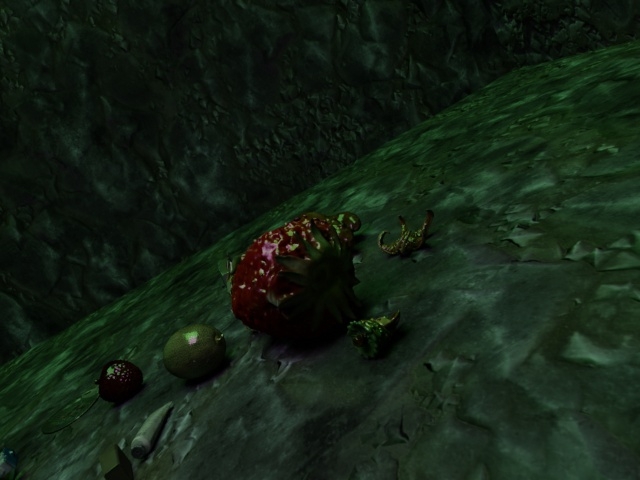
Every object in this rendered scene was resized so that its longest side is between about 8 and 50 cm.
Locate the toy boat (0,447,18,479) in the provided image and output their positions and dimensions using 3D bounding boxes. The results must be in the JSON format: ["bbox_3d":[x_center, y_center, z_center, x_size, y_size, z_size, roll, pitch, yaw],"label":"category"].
[{"bbox_3d":[-0.833,0.604,1.334,0.102,0.088,0.215,-44,19,-14],"label":"toy boat"}]

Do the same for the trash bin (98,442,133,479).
[{"bbox_3d":[-0.414,0.463,1.029,0.043,0.061,0.092,-35,16,-20],"label":"trash bin"}]

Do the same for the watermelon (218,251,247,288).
[{"bbox_3d":[-0.251,0.099,1.939,0.256,0.140,0.193,-24,21,-8],"label":"watermelon"}]

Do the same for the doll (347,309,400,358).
[{"bbox_3d":[0.116,0.182,0.968,0.113,0.077,0.078,-5,-32,-29],"label":"doll"}]

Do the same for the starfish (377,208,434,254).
[{"bbox_3d":[0.242,-0.018,1.356,0.146,0.074,0.190,-37,15,-20],"label":"starfish"}]

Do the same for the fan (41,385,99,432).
[{"bbox_3d":[-0.773,0.528,1.658,0.294,0.012,0.223,-37,15,-21],"label":"fan"}]

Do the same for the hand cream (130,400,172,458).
[{"bbox_3d":[-0.384,0.428,1.154,0.067,0.042,0.194,-37,8,4],"label":"hand cream"}]

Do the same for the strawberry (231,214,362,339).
[{"bbox_3d":[-0.083,0.088,1.198,0.343,0.292,0.292,-4,28,50],"label":"strawberry"}]

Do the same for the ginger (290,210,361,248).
[{"bbox_3d":[-0.005,0.006,1.663,0.274,0.152,0.357,-4,22,18],"label":"ginger"}]

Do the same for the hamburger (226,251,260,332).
[{"bbox_3d":[-0.182,0.124,1.419,0.125,0.235,0.214,-14,15,23],"label":"hamburger"}]

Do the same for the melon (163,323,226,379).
[{"bbox_3d":[-0.321,0.284,1.313,0.192,0.139,0.139,-28,13,22],"label":"melon"}]

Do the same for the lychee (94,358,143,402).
[{"bbox_3d":[-0.585,0.408,1.480,0.129,0.123,0.123,9,20,4],"label":"lychee"}]
